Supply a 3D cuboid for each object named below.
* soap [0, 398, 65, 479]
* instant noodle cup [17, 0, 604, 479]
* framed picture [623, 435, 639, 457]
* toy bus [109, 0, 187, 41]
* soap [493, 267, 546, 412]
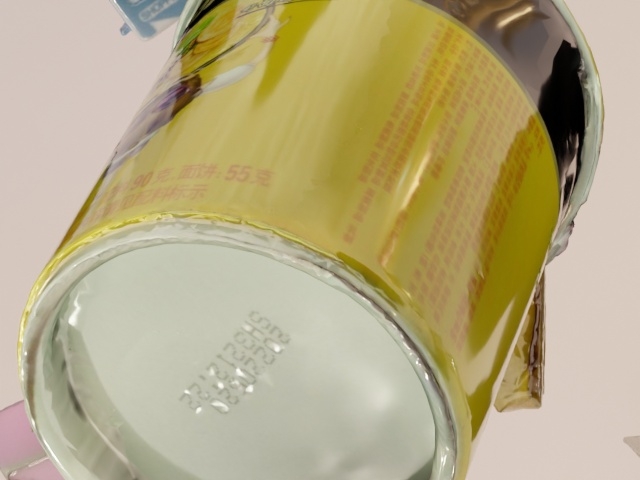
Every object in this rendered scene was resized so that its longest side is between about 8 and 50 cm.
[{"bbox_3d":[-0.134,0.164,1.003,0.259,0.181,0.081,-27,-129,18],"label":"soap"},{"bbox_3d":[0.000,0.000,0.439,0.215,0.216,0.236,-3,-149,19],"label":"instant noodle cup"},{"bbox_3d":[0.325,0.138,0.705,0.232,0.296,0.019,-8,-95,9],"label":"framed picture"},{"bbox_3d":[-0.183,-0.289,0.803,0.106,0.297,0.131,-36,-147,-1],"label":"toy bus"},{"bbox_3d":[0.044,-0.015,0.964,0.304,0.169,0.339,-1,-108,15],"label":"soap"}]
